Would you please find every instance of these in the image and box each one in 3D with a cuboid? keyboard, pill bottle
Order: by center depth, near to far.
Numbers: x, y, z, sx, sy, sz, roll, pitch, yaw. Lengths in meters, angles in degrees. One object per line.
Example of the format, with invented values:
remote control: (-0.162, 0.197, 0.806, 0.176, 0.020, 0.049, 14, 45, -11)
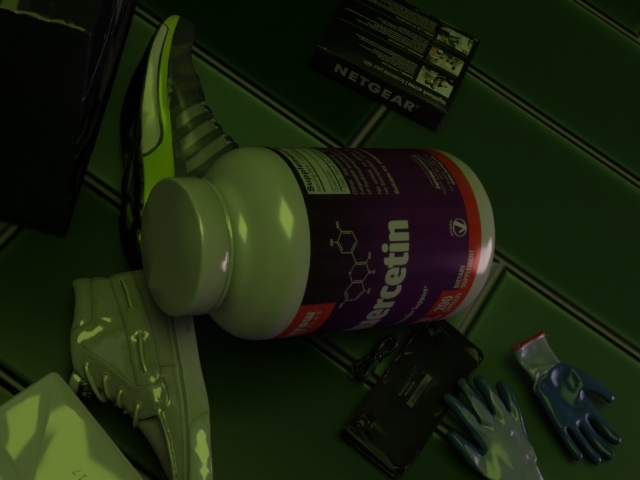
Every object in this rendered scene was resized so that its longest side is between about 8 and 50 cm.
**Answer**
pill bottle: (0.000, 0.000, 0.976, 0.323, 0.181, 0.181, -3, 63, -34)
keyboard: (0.087, 0.148, 1.054, 0.108, 0.023, 0.180, 41, 58, 0)

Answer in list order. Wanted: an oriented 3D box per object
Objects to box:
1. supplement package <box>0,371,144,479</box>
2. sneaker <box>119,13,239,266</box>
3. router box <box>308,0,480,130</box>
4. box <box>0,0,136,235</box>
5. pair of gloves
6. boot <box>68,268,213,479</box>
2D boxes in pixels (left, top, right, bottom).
supplement package: (-0.222, 0.257, 0.742, 0.175, 0.293, 0.177, -36, 77, -30)
sneaker: (-0.146, -0.106, 1.084, 0.121, 0.111, 0.299, 9, 66, -24)
router box: (0.093, -0.232, 1.243, 0.179, 0.046, 0.133, 27, 59, -1)
box: (-0.278, -0.229, 0.959, 0.179, 0.343, 0.312, 15, 60, -9)
pair of gloves: (0.227, 0.190, 1.064, 0.198, 0.023, 0.159, -29, 82, -27)
boot: (-0.173, 0.143, 0.947, 0.124, 0.095, 0.258, -6, 56, -13)
